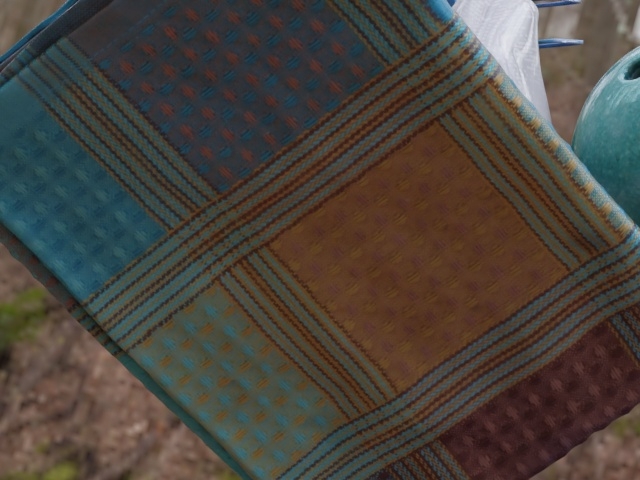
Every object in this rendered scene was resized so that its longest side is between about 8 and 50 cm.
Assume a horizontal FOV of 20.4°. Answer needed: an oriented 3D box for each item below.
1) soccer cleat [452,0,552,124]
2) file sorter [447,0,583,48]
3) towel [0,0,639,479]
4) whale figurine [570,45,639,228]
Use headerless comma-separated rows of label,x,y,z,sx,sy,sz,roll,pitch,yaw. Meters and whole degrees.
soccer cleat,0.102,-0.026,1.143,0.116,0.143,0.331,14,-30,8
file sorter,0.179,-0.258,1.646,0.104,0.170,0.118,-2,4,24
towel,0.000,0.000,0.943,0.370,0.271,0.040,47,20,-15
whale figurine,0.263,-0.058,1.084,0.141,0.216,0.272,48,-19,-22
